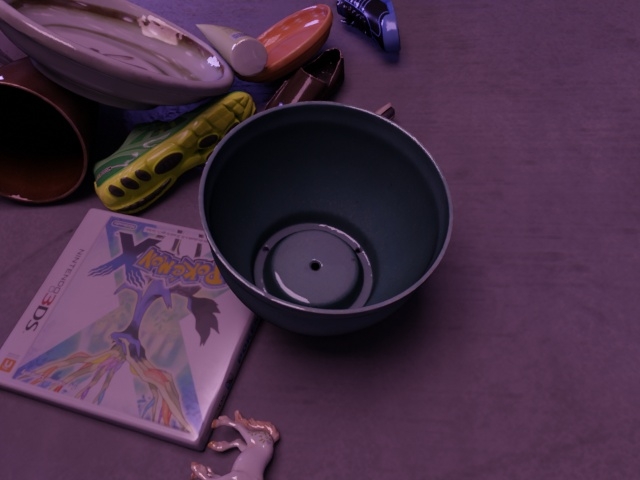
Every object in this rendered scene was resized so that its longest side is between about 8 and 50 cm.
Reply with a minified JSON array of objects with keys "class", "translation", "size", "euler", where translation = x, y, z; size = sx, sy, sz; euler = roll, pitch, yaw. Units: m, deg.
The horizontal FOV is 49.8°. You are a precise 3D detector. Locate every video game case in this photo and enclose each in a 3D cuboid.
[{"class":"video game case","translation":[-0.251,0.104,0.957],"size":[0.329,0.036,0.300],"euler":[11,58,17]}]

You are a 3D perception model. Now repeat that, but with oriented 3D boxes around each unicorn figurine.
[{"class":"unicorn figurine","translation":[-0.090,0.270,0.794],"size":[0.111,0.060,0.162],"euler":[16,53,7]}]

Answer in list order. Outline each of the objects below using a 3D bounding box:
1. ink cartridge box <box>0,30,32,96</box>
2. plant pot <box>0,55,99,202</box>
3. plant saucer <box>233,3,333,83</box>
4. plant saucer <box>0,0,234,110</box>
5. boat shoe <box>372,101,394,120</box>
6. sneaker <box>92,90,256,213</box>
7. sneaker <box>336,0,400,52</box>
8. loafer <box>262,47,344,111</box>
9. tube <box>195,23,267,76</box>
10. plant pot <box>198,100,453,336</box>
[{"class":"ink cartridge box","translation":[-0.570,-0.317,1.207],"size":[0.117,0.207,0.283],"euler":[18,60,23]},{"class":"plant pot","translation":[-0.456,-0.215,1.137],"size":[0.215,0.215,0.230],"euler":[-4,39,7]},{"class":"plant saucer","translation":[-0.061,-0.335,1.196],"size":[0.200,0.037,0.200],"euler":[-26,32,18]},{"class":"plant saucer","translation":[-0.337,-0.298,1.088],"size":[0.400,0.100,0.400],"euler":[23,23,-10]},{"class":"boat shoe","translation":[0.059,-0.138,1.076],"size":[0.065,0.075,0.206],"euler":[49,61,-12]},{"class":"sneaker","translation":[-0.236,-0.164,1.101],"size":[0.295,0.109,0.123],"euler":[-34,57,-16]},{"class":"sneaker","translation":[0.081,-0.407,1.244],"size":[0.090,0.081,0.232],"euler":[-15,47,2]},{"class":"loafer","translation":[-0.032,-0.245,1.132],"size":[0.080,0.078,0.220],"euler":[30,62,7]},{"class":"tube","translation":[-0.150,-0.338,1.189],"size":[0.062,0.070,0.240],"euler":[-33,33,-3]},{"class":"plant pot","translation":[0.000,0.000,0.870],"size":[0.293,0.196,0.293],"euler":[3,59,-4]}]
